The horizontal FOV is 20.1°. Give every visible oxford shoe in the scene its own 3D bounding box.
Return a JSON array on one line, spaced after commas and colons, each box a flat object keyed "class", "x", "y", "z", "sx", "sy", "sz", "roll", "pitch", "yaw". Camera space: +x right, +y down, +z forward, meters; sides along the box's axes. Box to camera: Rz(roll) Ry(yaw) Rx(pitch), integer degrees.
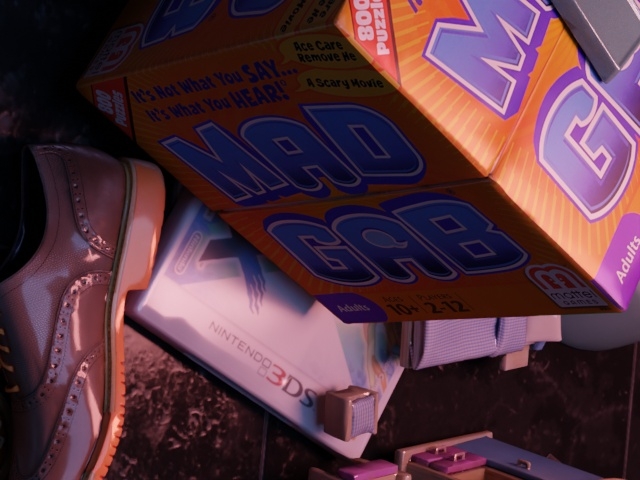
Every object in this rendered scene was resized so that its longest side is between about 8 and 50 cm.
[{"class": "oxford shoe", "x": -0.236, "y": 0.095, "z": 1.519, "sx": 0.132, "sy": 0.130, "sz": 0.364, "roll": 17, "pitch": 74, "yaw": -27}]

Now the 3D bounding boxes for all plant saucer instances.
[{"class": "plant saucer", "x": 0.190, "y": -0.213, "z": 1.373, "sx": 0.192, "sy": 0.018, "sz": 0.067, "roll": 52, "pitch": 58, "yaw": -21}]

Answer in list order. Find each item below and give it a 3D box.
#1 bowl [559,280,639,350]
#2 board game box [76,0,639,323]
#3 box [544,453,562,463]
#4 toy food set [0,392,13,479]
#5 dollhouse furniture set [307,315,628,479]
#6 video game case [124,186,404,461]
[{"class": "bowl", "x": 0.352, "y": -0.031, "z": 1.895, "sx": 0.311, "sy": 0.163, "sz": 0.312, "roll": -2, "pitch": 94, "yaw": -36}, {"class": "board game box", "x": 0.092, "y": -0.176, "z": 1.532, "sx": 0.356, "sy": 0.356, "sz": 0.356, "roll": 42, "pitch": 63, "yaw": -28}, {"class": "box", "x": 0.261, "y": 0.359, "z": 1.839, "sx": 0.231, "sy": 0.056, "sz": 0.183, "roll": 41, "pitch": 63, "yaw": 14}, {"class": "toy food set", "x": -0.311, "y": 0.173, "z": 1.510, "sx": 0.132, "sy": 0.038, "sz": 0.192, "roll": -26, "pitch": 107, "yaw": -32}, {"class": "dollhouse furniture set", "x": 0.163, "y": 0.120, "z": 1.703, "sx": 0.286, "sy": 0.198, "sz": 0.303, "roll": -6, "pitch": 104, "yaw": -44}, {"class": "video game case", "x": 0.000, "y": 0.000, "z": 1.722, "sx": 0.300, "sy": 0.036, "sz": 0.329, "roll": 37, "pitch": 72, "yaw": -31}]
